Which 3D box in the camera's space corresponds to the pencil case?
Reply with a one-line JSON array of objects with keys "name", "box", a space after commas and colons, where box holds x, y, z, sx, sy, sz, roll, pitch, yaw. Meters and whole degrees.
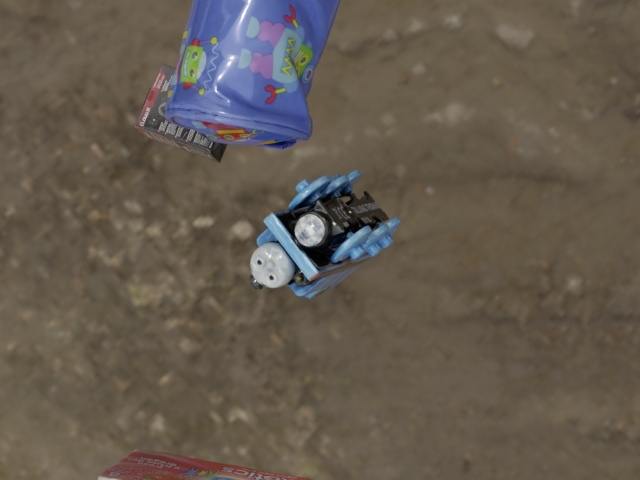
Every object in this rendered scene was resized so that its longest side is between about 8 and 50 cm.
[{"name": "pencil case", "box": [-0.030, -0.221, 1.318, 0.133, 0.306, 0.119, 18, 175, -40]}]

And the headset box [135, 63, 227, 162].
[{"name": "headset box", "box": [-0.115, -0.111, 1.430, 0.083, 0.062, 0.032, 19, 171, 18]}]

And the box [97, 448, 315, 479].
[{"name": "box", "box": [-0.075, 0.320, 1.670, 0.299, 0.142, 0.154, 10, 96, 9]}]

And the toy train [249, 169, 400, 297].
[{"name": "toy train", "box": [0.000, 0.000, 1.386, 0.105, 0.184, 0.080, -42, 83, 16]}]
